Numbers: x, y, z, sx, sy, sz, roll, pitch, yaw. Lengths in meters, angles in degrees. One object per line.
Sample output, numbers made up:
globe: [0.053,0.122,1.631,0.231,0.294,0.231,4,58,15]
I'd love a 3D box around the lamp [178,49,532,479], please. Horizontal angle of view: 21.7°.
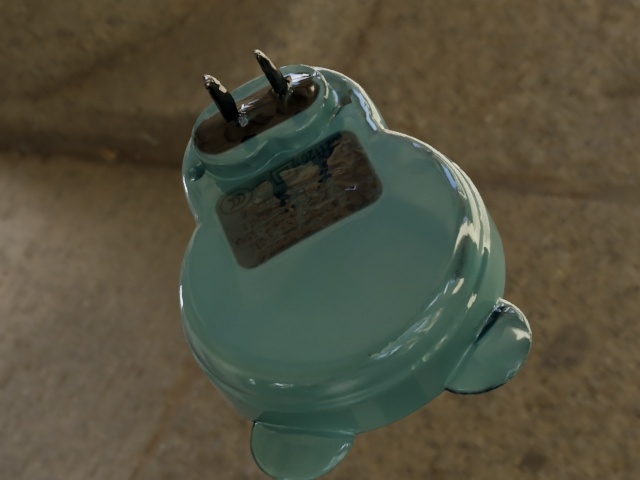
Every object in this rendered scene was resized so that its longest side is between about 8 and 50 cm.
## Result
lamp: [0.003,0.006,1.081,0.209,0.147,0.284,-27,69,2]
